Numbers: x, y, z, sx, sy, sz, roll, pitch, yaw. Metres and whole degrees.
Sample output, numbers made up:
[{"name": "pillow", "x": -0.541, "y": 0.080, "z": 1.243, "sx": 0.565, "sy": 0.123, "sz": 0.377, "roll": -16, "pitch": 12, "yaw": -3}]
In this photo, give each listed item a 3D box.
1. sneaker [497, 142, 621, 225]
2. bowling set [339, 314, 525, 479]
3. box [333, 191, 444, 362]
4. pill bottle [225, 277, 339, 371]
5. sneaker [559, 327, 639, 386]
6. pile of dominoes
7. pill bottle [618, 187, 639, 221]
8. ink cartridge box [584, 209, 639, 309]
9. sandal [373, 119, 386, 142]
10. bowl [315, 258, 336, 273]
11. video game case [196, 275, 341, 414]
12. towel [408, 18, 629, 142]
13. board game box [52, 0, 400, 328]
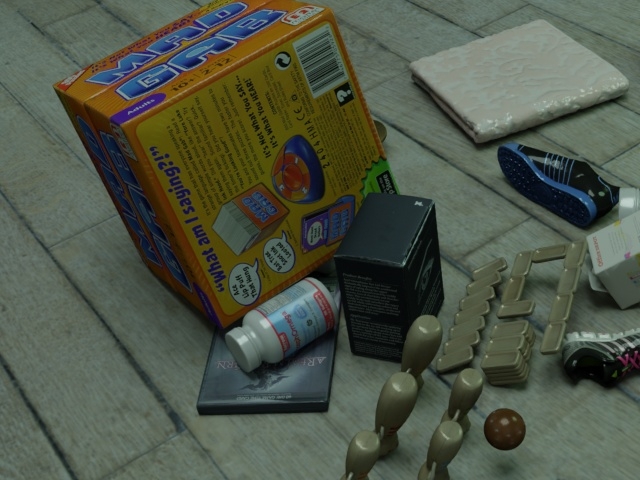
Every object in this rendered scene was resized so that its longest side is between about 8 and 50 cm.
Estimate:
[{"name": "sneaker", "x": 0.407, "y": -0.108, "z": 1.816, "sx": 0.090, "sy": 0.081, "sz": 0.232, "roll": -27, "pitch": 48, "yaw": -24}, {"name": "bowling set", "x": 0.153, "y": 0.258, "z": 1.392, "sx": 0.199, "sy": 0.154, "sz": 0.287, "roll": 26, "pitch": 47, "yaw": 13}, {"name": "box", "x": 0.106, "y": 0.055, "z": 1.573, "sx": 0.108, "sy": 0.207, "sz": 0.153, "roll": 8, "pitch": 42, "yaw": 22}, {"name": "pill bottle", "x": -0.058, "y": 0.127, "z": 1.580, "sx": 0.160, "sy": 0.087, "sz": 0.087, "roll": -31, "pitch": 42, "yaw": -23}, {"name": "sneaker", "x": 0.416, "y": 0.167, "z": 1.479, "sx": 0.170, "sy": 0.063, "sz": 0.075, "roll": -3, "pitch": 38, "yaw": 18}, {"name": "pile of dominoes", "x": 0.292, "y": 0.109, "z": 1.582, "sx": 0.196, "sy": 0.040, "sz": 0.251, "roll": -12, "pitch": 34, "yaw": 35}, {"name": "pill bottle", "x": 0.563, "y": -0.039, "z": 1.660, "sx": 0.186, "sy": 0.112, "sz": 0.112, "roll": 2, "pitch": 40, "yaw": 16}, {"name": "ink cartridge box", "x": 0.471, "y": 0.026, "z": 1.589, "sx": 0.143, "sy": 0.090, "sz": 0.092, "roll": -29, "pitch": 31, "yaw": 24}, {"name": "sandal", "x": 0.076, "y": -0.203, "z": 2.040, "sx": 0.072, "sy": 0.049, "sz": 0.180, "roll": -18, "pitch": 24, "yaw": -18}, {"name": "bowl", "x": 0.000, "y": 0.000, "z": 1.793, "sx": 0.142, "sy": 0.053, "sz": 0.142, "roll": 16, "pitch": 46, "yaw": 30}, {"name": "video game case", "x": -0.072, "y": 0.156, "z": 1.638, "sx": 0.196, "sy": 0.026, "sz": 0.274, "roll": -3, "pitch": 38, "yaw": 10}, {"name": "towel", "x": 0.383, "y": -0.319, "z": 2.102, "sx": 0.331, "sy": 0.053, "sz": 0.317, "roll": -20, "pitch": 38, "yaw": -13}, {"name": "board game box", "x": -0.147, "y": -0.147, "z": 1.687, "sx": 0.356, "sy": 0.357, "sz": 0.356, "roll": -32, "pitch": 29, "yaw": -17}]
